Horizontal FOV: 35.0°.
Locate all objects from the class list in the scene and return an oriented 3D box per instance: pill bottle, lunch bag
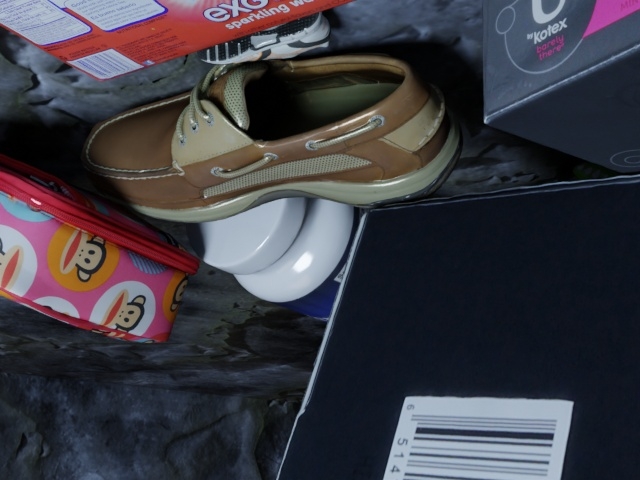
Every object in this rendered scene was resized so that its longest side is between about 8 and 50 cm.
[{"bbox_3d":[0.000,0.000,1.023,0.153,0.153,0.265,-12,156,36],"label":"pill bottle"},{"bbox_3d":[-0.282,-0.011,0.922,0.293,0.120,0.258,22,177,41],"label":"lunch bag"}]

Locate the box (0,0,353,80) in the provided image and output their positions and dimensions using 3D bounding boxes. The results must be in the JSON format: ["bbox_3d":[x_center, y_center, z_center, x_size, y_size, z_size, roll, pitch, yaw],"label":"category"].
[{"bbox_3d":[-0.061,-0.186,0.520,0.257,0.122,0.128,-10,158,32],"label":"box"}]

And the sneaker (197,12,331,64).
[{"bbox_3d":[-0.042,-0.149,0.761,0.109,0.040,0.044,-6,162,24],"label":"sneaker"}]

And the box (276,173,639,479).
[{"bbox_3d":[0.204,0.283,0.742,0.297,0.479,0.472,-5,144,36],"label":"box"}]

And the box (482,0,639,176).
[{"bbox_3d":[0.254,-0.125,0.640,0.270,0.143,0.165,14,158,-31],"label":"box"}]

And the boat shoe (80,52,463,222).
[{"bbox_3d":[-0.052,-0.097,0.819,0.324,0.122,0.120,-4,146,21],"label":"boat shoe"}]

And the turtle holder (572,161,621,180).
[{"bbox_3d":[0.331,0.072,1.087,0.320,0.227,0.243,19,155,-40],"label":"turtle holder"}]
